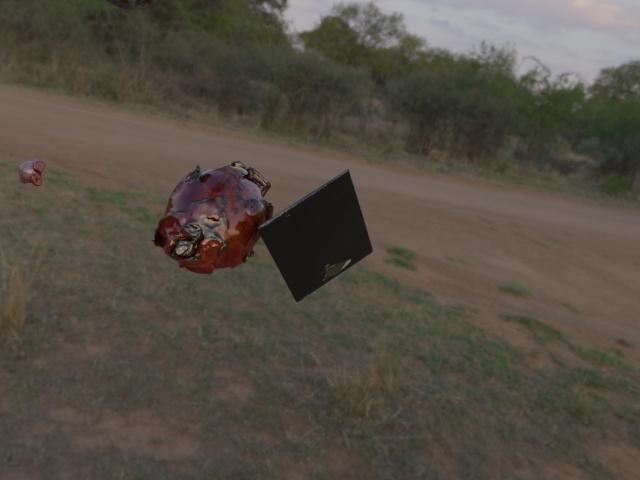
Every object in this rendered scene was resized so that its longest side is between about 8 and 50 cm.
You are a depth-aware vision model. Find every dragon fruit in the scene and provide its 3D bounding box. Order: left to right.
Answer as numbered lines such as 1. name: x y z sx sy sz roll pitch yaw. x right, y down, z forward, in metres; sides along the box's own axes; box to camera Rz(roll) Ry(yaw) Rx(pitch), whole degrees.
1. dragon fruit: -0.246 -0.055 1.496 0.250 0.315 0.250 12 -27 6

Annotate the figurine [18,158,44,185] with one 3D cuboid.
1. figurine: -0.886 -0.212 1.954 0.071 0.083 0.067 10 -17 35

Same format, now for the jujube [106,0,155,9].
1. jujube: -0.514 -0.779 1.721 0.246 0.215 0.308 -19 -19 -16

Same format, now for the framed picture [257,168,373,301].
1. framed picture: 0.000 0.000 1.523 0.013 0.244 0.324 51 -11 36
